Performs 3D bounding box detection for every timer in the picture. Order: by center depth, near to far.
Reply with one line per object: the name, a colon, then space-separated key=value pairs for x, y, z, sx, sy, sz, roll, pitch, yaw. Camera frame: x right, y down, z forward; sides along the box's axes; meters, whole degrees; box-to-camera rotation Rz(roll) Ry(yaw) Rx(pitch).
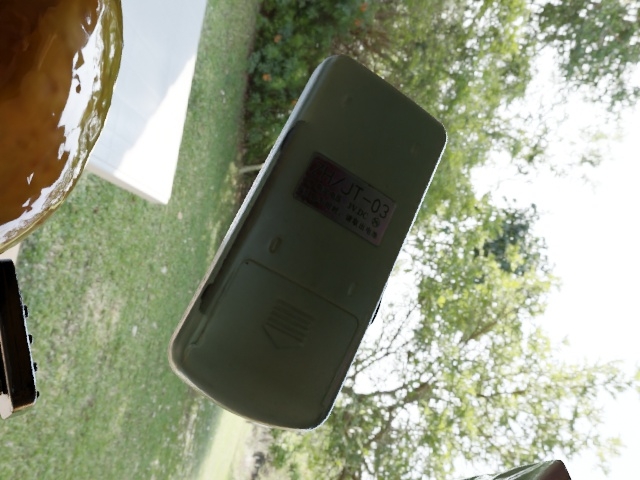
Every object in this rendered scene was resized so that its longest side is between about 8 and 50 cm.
timer: x=-0.407 y=0.129 z=0.653 sx=0.144 sy=0.055 sz=0.188 roll=-31 pitch=-108 yaw=48

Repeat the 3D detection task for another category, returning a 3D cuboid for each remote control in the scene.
remote control: x=0.000 y=0.000 z=0.418 sx=0.296 sy=0.140 sz=0.056 roll=-65 pitch=-164 yaw=-15

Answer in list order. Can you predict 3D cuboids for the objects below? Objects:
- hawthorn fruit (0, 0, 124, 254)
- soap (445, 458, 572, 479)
hawthorn fruit: x=-0.425 y=-0.209 z=0.496 sx=0.472 sy=0.471 sz=0.472 roll=-171 pitch=-90 yaw=-90
soap: x=0.108 y=0.285 z=0.404 sx=0.182 sy=0.199 sz=0.139 roll=-33 pitch=-110 yaw=40
